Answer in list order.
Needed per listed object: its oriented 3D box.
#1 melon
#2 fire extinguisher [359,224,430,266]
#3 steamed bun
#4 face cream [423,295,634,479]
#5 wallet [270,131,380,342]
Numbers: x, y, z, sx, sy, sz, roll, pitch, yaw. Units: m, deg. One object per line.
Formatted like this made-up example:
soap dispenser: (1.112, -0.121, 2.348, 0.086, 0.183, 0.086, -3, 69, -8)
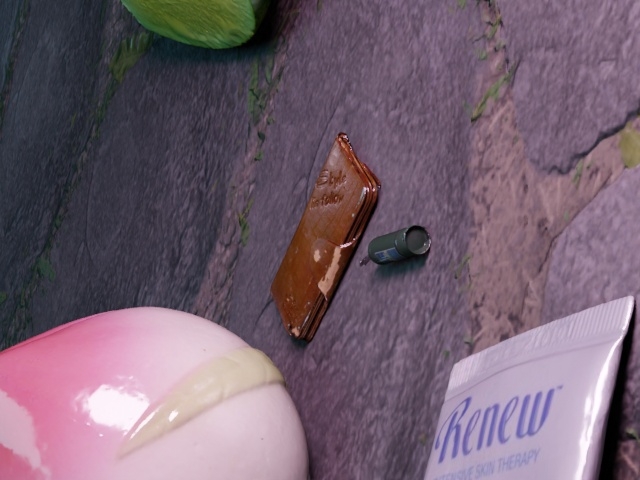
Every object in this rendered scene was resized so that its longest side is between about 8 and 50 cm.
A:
melon: (-0.108, -0.286, 1.965, 0.323, 0.124, 0.196, 29, 109, 57)
fire extinguisher: (0.063, 0.004, 1.618, 0.038, 0.025, 0.083, -48, 14, -27)
steamed bun: (-0.181, 0.182, 1.670, 0.309, 0.309, 0.309, -34, 50, 55)
face cream: (0.121, 0.256, 1.337, 0.235, 0.137, 0.420, -31, 41, 58)
wallet: (0.000, 0.000, 1.741, 0.176, 0.026, 0.095, -64, 32, 28)
